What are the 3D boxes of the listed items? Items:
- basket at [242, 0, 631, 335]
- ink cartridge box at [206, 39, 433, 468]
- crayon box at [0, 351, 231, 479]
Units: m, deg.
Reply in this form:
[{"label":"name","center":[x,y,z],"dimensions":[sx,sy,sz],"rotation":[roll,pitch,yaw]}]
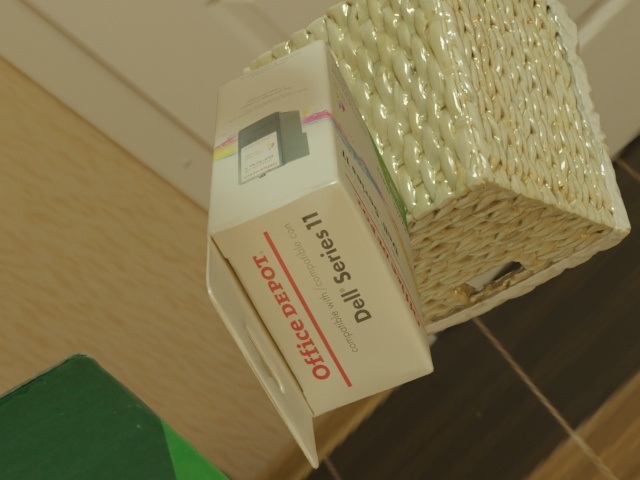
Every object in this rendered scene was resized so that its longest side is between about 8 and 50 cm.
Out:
[{"label":"basket","center":[0.119,-0.108,1.505],"dimensions":[0.328,0.266,0.331],"rotation":[-30,57,36]},{"label":"ink cartridge box","center":[0.000,0.000,1.127],"dimensions":[0.119,0.207,0.353],"rotation":[-22,30,11]},{"label":"crayon box","center":[-0.019,0.211,0.492],"dimensions":[0.081,0.202,0.318],"rotation":[-30,53,-35]}]
